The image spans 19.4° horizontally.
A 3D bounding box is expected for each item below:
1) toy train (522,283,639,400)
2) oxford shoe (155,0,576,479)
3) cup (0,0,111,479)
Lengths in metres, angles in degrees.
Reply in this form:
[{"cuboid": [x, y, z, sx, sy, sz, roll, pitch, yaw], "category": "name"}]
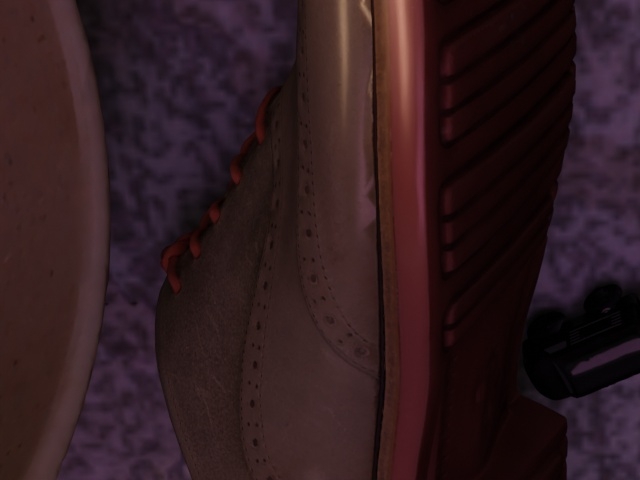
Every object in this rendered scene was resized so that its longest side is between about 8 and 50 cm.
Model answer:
[{"cuboid": [0.137, 0.012, 0.603, 0.158, 0.036, 0.027, -27, 114, 17], "category": "toy train"}, {"cuboid": [0.000, 0.000, 0.563, 0.130, 0.123, 0.348, 9, 110, 26], "category": "oxford shoe"}, {"cuboid": [-0.256, -0.008, 0.491, 0.237, 0.331, 0.331, -20, 119, 43], "category": "cup"}]
